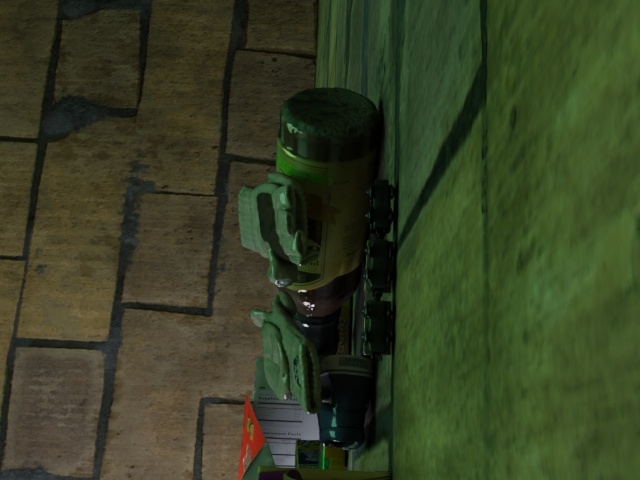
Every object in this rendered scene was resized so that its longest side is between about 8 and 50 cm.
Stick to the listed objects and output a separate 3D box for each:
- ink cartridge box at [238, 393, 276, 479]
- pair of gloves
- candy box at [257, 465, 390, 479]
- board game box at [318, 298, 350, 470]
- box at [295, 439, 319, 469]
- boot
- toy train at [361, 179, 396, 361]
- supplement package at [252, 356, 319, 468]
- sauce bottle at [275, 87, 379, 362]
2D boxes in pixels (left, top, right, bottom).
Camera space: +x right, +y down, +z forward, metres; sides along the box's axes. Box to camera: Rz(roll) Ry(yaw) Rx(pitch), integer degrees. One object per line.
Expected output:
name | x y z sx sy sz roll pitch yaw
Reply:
ink cartridge box | -0.130 0.502 1.504 0.385 0.091 0.308 -121 33 -54
pair of gloves | -0.038 0.049 0.926 0.204 0.042 0.240 173 89 -72
candy box | 0.001 0.266 0.661 0.053 0.109 0.186 96 177 -50
board game box | 0.017 0.205 1.192 0.124 0.039 0.259 101 174 -76
box | -0.008 0.343 1.320 0.169 0.059 0.054 157 114 -87
boot | 0.012 0.178 0.927 0.190 0.069 0.086 106 169 -72
toy train | 0.050 0.026 0.759 0.036 0.027 0.158 89 -176 -76
supplement package | -0.063 0.362 1.677 0.139 0.134 0.244 -94 7 -69
sauce bottle | 0.000 0.000 1.010 0.111 0.111 0.344 -91 3 -55
